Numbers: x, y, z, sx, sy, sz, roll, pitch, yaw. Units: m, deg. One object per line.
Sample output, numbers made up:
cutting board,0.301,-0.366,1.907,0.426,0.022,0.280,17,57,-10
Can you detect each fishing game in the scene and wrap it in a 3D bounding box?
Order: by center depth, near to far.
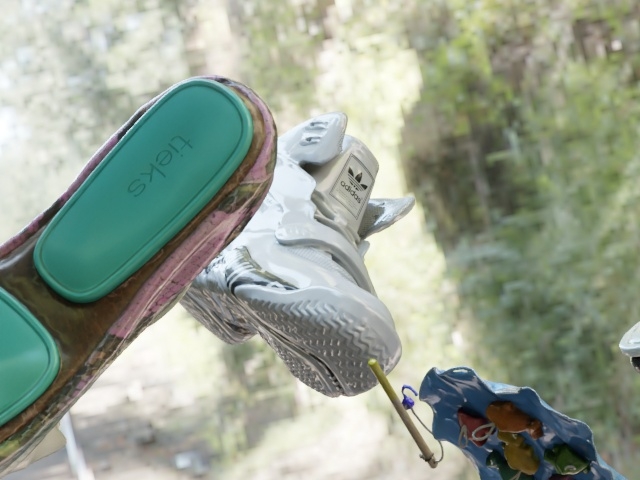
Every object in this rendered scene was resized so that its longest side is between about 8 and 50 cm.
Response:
fishing game,0.147,0.159,1.259,0.264,0.189,0.041,18,60,37

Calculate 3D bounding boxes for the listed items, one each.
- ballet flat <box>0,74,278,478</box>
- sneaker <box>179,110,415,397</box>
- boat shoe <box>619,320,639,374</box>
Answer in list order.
ballet flat,-0.096,0.031,0.638,0.221,0.077,0.079,-43,-27,-11
sneaker,0.000,0.000,1.496,0.210,0.137,0.366,-47,25,-13
boat shoe,0.393,0.079,1.578,0.302,0.091,0.114,-20,7,-32
